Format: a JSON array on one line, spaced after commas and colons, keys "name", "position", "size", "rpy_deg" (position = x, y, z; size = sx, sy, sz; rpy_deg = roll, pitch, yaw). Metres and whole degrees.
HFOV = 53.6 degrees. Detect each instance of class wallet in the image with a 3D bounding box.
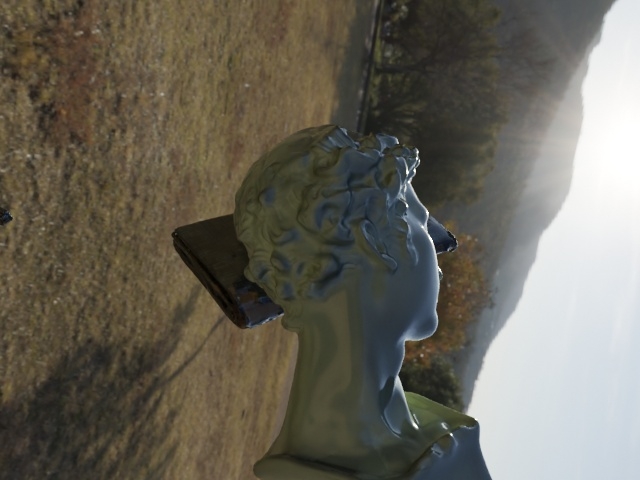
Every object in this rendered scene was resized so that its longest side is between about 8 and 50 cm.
[{"name": "wallet", "position": [0.000, -0.001, 0.762], "size": [0.317, 0.169, 0.044], "rpy_deg": [-18, 136, -32]}]

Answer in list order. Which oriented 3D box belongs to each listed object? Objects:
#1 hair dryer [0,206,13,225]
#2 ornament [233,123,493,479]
[{"name": "hair dryer", "position": [-0.376, -0.012, 0.545], "size": [0.075, 0.219, 0.195], "rpy_deg": [83, 9, -63]}, {"name": "ornament", "position": [0.019, 0.069, 0.376], "size": [0.130, 0.120, 0.285], "rpy_deg": [4, 74, -46]}]
